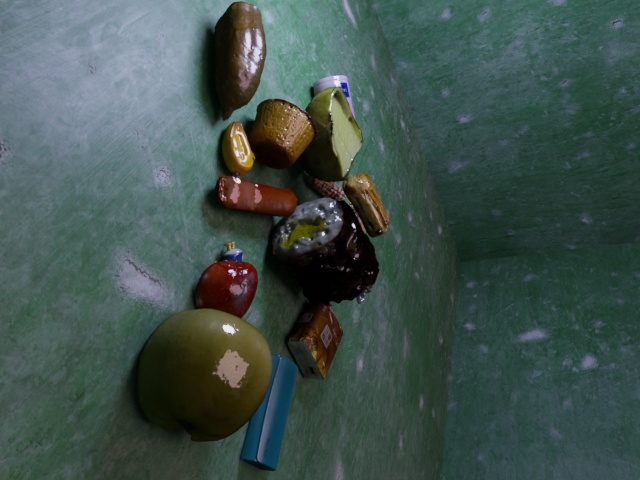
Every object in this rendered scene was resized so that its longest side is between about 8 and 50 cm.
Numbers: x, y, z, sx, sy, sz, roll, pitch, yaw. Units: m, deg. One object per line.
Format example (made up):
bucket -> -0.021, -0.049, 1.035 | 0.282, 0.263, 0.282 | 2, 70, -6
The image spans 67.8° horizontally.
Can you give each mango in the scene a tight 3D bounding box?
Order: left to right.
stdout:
mango -> -0.247, -0.269, 1.407 | 0.101, 0.066, 0.187 | 11, 67, -52

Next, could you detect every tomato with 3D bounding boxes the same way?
tomato -> -0.224, 0.139, 1.243 | 0.189, 0.099, 0.173 | 6, 90, -45

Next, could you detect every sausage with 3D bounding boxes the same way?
sausage -> -0.192, -0.126, 1.432 | 0.348, 0.094, 0.097 | 5, 83, -55

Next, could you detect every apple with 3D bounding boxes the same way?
apple -> -0.237, 0.301, 1.073 | 0.295, 0.233, 0.258 | 55, 33, -39

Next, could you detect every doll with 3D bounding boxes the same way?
doll -> -0.238, 0.074, 1.327 | 0.099, 0.057, 0.143 | -36, 116, -69

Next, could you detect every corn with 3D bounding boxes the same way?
corn -> 0.022, -0.207, 1.887 | 0.237, 0.079, 0.079 | 24, 61, -54

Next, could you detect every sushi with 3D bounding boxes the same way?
sushi -> 0.026, 0.037, 1.575 | 0.294, 0.299, 0.281 | 59, 35, -38

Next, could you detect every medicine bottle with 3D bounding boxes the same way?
medicine bottle -> 0.063, -0.534, 1.973 | 0.152, 0.152, 0.254 | -20, 99, -62

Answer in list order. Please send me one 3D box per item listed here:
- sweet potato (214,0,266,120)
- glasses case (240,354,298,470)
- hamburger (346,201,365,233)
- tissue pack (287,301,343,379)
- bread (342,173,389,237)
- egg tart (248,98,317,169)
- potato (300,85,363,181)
sweet potato -> -0.238, -0.527, 1.411 | 0.158, 0.157, 0.370 | 27, 58, -57
glasses case -> -0.138, 0.493, 1.381 | 0.117, 0.070, 0.301 | 51, 41, -42
hamburger -> 0.118, -0.030, 1.915 | 0.286, 0.146, 0.243 | -84, 166, -54
tissue pack -> -0.014, 0.332, 1.636 | 0.226, 0.092, 0.183 | -55, 130, -50
bread -> 0.154, -0.127, 1.583 | 0.210, 0.099, 0.235 | 60, 7, -12
egg tart -> -0.129, -0.332, 1.520 | 0.215, 0.215, 0.171 | 48, 56, -46
potato -> -0.002, -0.388, 1.711 | 0.330, 0.212, 0.280 | -67, 144, -50
